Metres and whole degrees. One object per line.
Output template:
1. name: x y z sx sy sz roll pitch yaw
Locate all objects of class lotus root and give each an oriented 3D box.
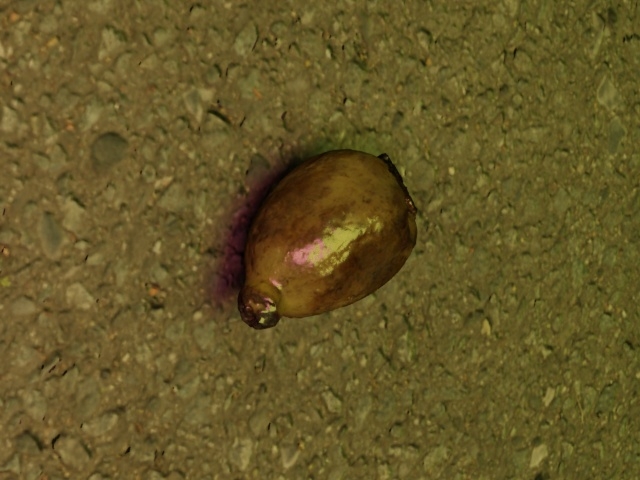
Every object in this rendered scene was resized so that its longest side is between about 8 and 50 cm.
1. lotus root: 0.000 0.000 1.385 0.214 0.138 0.138 -37 116 -29
